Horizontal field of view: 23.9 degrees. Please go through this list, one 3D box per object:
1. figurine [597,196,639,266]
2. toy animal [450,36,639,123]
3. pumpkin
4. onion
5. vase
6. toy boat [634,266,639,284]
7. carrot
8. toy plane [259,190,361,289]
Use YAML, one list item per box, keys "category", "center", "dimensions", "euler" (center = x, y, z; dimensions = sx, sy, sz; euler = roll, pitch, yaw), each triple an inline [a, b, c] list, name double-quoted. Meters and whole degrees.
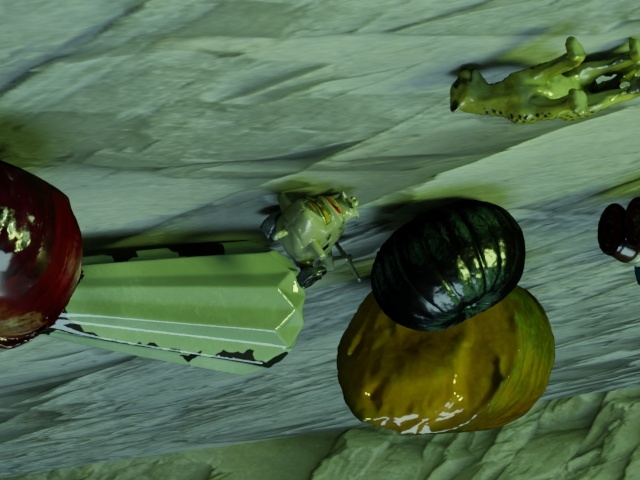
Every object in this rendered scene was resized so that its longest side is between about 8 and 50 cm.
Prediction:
- category: "figurine"
  center: [0.530, 0.004, 1.930]
  dimensions: [0.370, 0.167, 0.281]
  euler: [7, 166, -28]
- category: "toy animal"
  center: [0.227, -0.144, 1.412]
  dimensions: [0.181, 0.073, 0.136]
  euler: [-12, 178, -42]
- category: "pumpkin"
  center: [0.152, 0.027, 1.824]
  dimensions: [0.202, 0.140, 0.202]
  euler: [-24, 164, -7]
- category: "onion"
  center: [-0.335, 0.024, 1.362]
  dimensions: [0.252, 0.219, 0.252]
  euler: [-2, 159, -1]
- category: "vase"
  center: [-0.202, 0.074, 1.765]
  dimensions: [0.360, 0.165, 0.165]
  euler: [3, 160, -29]
- category: "toy boat"
  center: [0.591, 0.005, 2.128]
  dimensions: [0.298, 0.092, 0.134]
  euler: [-5, -164, 8]
- category: "carrot"
  center: [0.180, 0.148, 2.091]
  dimensions: [0.241, 0.241, 0.340]
  euler: [-17, 166, 24]
- category: "toy plane"
  center: [0.000, 0.000, 1.753]
  dimensions: [0.108, 0.092, 0.286]
  euler: [-34, 164, -6]
